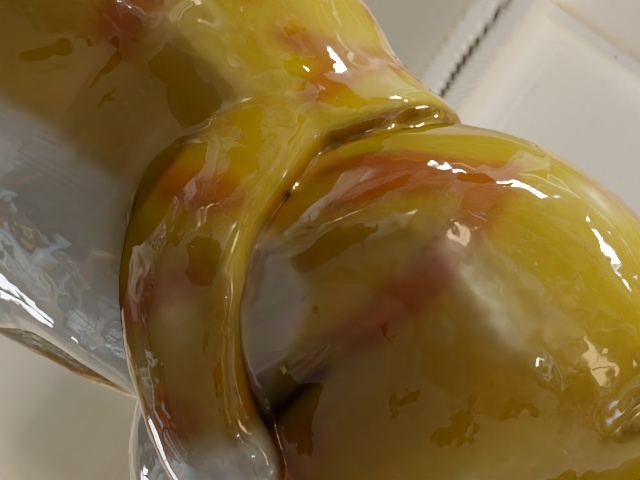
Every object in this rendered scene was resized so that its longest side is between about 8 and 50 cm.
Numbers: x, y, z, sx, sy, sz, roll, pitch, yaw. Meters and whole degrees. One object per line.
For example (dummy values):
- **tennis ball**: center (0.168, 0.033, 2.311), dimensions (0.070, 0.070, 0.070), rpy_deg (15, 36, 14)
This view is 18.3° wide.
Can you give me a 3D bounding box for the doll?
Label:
- **doll**: center (-0.019, 0.001, 0.548), dimensions (0.162, 0.167, 0.270), rpy_deg (-30, -111, -30)
